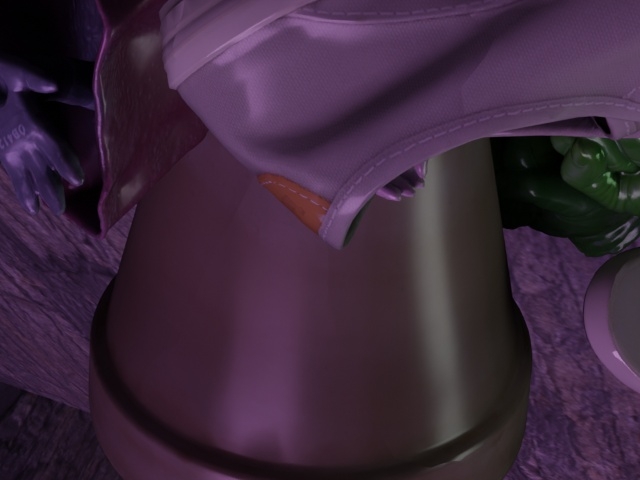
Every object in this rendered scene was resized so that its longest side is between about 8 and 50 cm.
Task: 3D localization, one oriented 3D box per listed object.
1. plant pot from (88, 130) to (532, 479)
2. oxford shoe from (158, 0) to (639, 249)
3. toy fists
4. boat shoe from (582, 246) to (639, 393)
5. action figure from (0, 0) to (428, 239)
[{"bbox_3d":[0.000,0.000,1.070,0.323,0.323,0.280,18,127,18],"label":"plant pot"},{"bbox_3d":[0.159,-0.118,0.604,0.169,0.449,0.130,-15,-98,-85],"label":"oxford shoe"},{"bbox_3d":[0.200,-0.058,1.088,0.142,0.096,0.279,31,161,-17],"label":"toy fists"},{"bbox_3d":[0.295,0.074,1.170,0.341,0.127,0.158,13,172,-31],"label":"boat shoe"},{"bbox_3d":[-0.047,-0.157,0.812,0.276,0.370,0.248,41,134,16],"label":"action figure"}]
